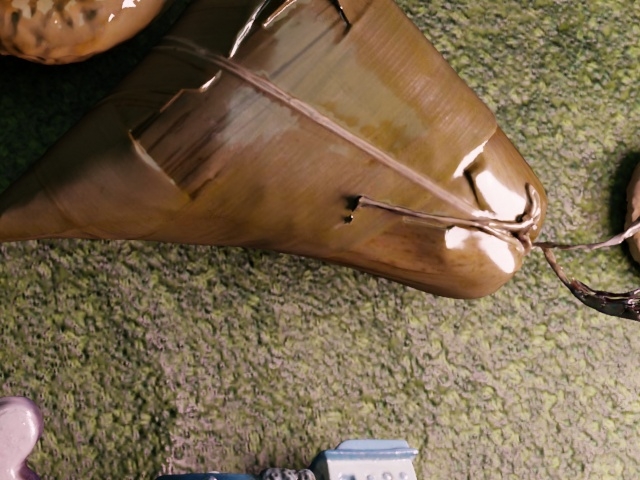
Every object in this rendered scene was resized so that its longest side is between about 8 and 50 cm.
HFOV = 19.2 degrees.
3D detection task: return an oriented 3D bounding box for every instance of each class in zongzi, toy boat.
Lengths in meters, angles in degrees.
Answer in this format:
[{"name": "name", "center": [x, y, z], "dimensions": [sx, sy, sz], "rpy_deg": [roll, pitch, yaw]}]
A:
[{"name": "zongzi", "center": [0.000, 0.000, 1.527], "dimensions": [0.418, 0.181, 0.447], "rpy_deg": [-44, 95, -10]}, {"name": "toy boat", "center": [-0.016, 0.204, 1.491], "dimensions": [0.237, 0.109, 0.098], "rpy_deg": [2, 54, -23]}]

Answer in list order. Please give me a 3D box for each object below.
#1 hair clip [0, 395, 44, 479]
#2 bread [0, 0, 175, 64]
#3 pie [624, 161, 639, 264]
[{"name": "hair clip", "center": [-0.248, 0.228, 1.416], "dimensions": [0.146, 0.075, 0.257], "rpy_deg": [-24, 89, -29]}, {"name": "bread", "center": [-0.207, -0.254, 1.517], "dimensions": [0.244, 0.134, 0.244], "rpy_deg": [1, 75, -6]}, {"name": "pie", "center": [0.365, -0.008, 1.716], "dimensions": [0.195, 0.046, 0.195], "rpy_deg": [6, 71, -18]}]
